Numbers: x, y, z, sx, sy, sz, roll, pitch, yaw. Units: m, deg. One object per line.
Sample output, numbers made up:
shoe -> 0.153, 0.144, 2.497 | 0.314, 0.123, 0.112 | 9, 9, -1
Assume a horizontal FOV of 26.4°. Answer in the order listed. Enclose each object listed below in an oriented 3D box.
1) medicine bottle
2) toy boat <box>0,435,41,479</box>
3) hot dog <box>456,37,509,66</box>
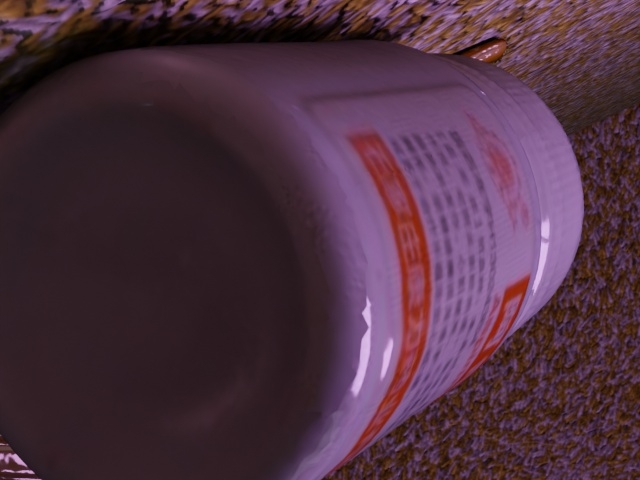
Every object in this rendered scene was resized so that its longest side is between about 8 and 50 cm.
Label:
medicine bottle -> 0.000, 0.000, 0.718 | 0.211, 0.211, 0.371 | -27, 176, 26
toy boat -> -0.236, 0.159, 1.219 | 0.445, 0.162, 0.136 | 10, 170, -31
hot dog -> 0.112, -0.135, 1.061 | 0.083, 0.021, 0.037 | -24, 177, -12
